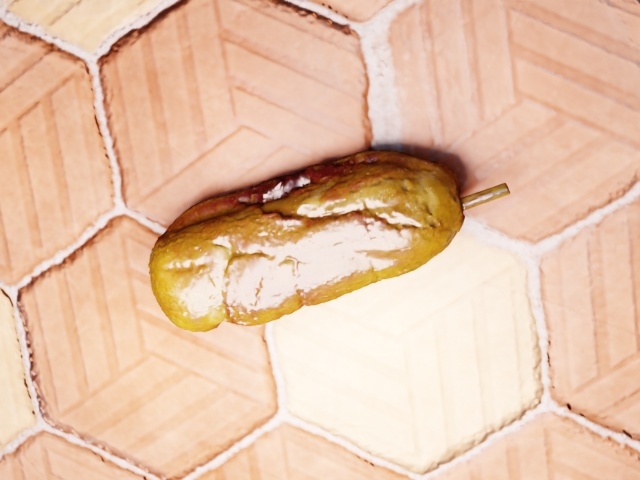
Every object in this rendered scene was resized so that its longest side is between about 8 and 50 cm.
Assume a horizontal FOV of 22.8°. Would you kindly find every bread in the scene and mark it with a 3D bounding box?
[{"bbox_3d":[0.001,-0.001,1.399,0.344,0.084,0.124,-16,105,19],"label":"bread"}]

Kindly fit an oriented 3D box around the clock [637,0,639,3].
[{"bbox_3d":[0.347,-0.285,1.133,0.319,0.066,0.319,-4,78,18],"label":"clock"}]
